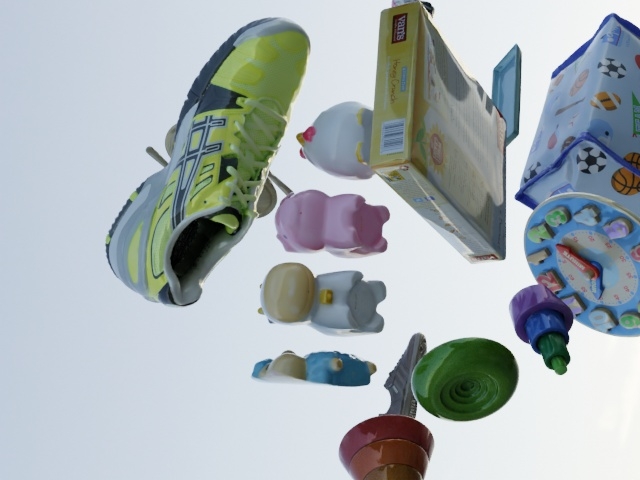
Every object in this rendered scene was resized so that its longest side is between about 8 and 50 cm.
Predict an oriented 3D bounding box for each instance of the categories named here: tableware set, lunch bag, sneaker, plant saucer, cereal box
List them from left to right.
[{"bbox_3d":[-0.138,-0.106,1.440,0.194,0.128,0.039,45,-148,-28],"label":"tableware set"},{"bbox_3d":[-0.108,-0.086,1.231,0.145,0.147,0.384,23,-81,-45],"label":"sneaker"},{"bbox_3d":[0.157,0.264,1.958,0.066,0.071,0.188,49,-131,-59],"label":"sneaker"},{"bbox_3d":[0.221,-0.469,2.164,0.075,0.170,0.063,-29,-29,-7],"label":"sneaker"},{"bbox_3d":[0.125,-0.098,1.005,0.240,0.047,0.173,39,-131,-52],"label":"cereal box"},{"bbox_3d":[0.279,-0.210,1.518,0.067,0.018,0.192,-49,23,48],"label":"plant saucer"},{"bbox_3d":[0.553,-0.126,1.694,0.239,0.385,0.328,-48,16,55],"label":"lunch bag"}]

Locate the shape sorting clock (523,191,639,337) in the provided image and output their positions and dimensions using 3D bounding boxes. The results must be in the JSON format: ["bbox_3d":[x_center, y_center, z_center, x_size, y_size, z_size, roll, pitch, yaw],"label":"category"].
[{"bbox_3d":[0.335,0.034,1.231,0.040,0.206,0.206,-39,-44,-29],"label":"shape sorting clock"}]

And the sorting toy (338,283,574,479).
[{"bbox_3d":[0.158,0.210,1.149,0.365,0.127,0.126,-49,27,27],"label":"sorting toy"}]

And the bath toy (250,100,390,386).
[{"bbox_3d":[0.000,0.000,1.209,0.151,0.129,0.348,24,-112,-44],"label":"bath toy"}]
